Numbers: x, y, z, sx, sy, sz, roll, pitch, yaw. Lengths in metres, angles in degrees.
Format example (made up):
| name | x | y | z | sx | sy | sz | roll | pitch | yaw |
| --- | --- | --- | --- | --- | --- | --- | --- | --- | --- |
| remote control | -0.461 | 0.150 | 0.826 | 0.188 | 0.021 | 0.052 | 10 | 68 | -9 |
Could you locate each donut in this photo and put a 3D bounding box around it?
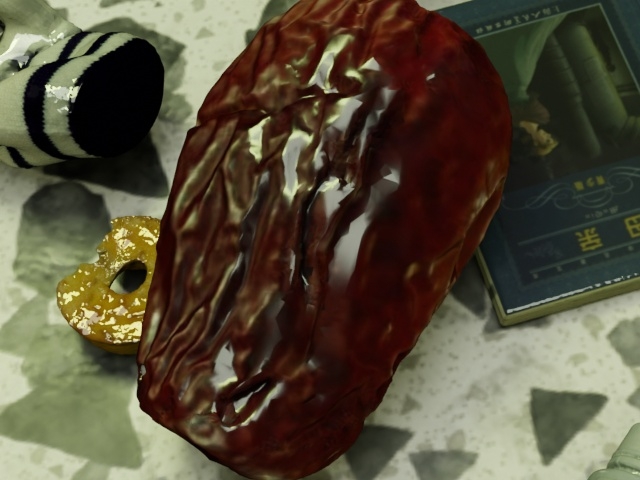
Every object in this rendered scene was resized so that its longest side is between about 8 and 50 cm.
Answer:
| name | x | y | z | sx | sy | sz | roll | pitch | yaw |
| --- | --- | --- | --- | --- | --- | --- | --- | --- | --- |
| donut | -0.133 | 0.038 | 1.274 | 0.097 | 0.043 | 0.108 | 37 | 70 | 21 |

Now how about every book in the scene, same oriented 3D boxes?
| name | x | y | z | sx | sy | sz | roll | pitch | yaw |
| --- | --- | --- | --- | --- | --- | --- | --- | --- | --- |
| book | 0.183 | -0.079 | 1.321 | 0.191 | 0.025 | 0.269 | -16 | 62 | -4 |

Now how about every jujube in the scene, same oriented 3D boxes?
| name | x | y | z | sx | sy | sz | roll | pitch | yaw |
| --- | --- | --- | --- | --- | --- | --- | --- | --- | --- |
| jujube | 0.000 | 0.000 | 1.205 | 0.216 | 0.216 | 0.342 | 20 | 73 | 14 |

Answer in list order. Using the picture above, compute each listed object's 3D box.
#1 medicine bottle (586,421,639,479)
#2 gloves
| name | x | y | z | sx | sy | sz | roll | pitch | yaw |
| --- | --- | --- | --- | --- | --- | --- | --- | --- | --- |
| medicine bottle | 0.200 | 0.189 | 1.148 | 0.080 | 0.080 | 0.130 | 28 | 69 | 17 |
| gloves | -0.234 | -0.120 | 1.332 | 0.219 | 0.131 | 0.140 | 9 | 73 | 38 |
